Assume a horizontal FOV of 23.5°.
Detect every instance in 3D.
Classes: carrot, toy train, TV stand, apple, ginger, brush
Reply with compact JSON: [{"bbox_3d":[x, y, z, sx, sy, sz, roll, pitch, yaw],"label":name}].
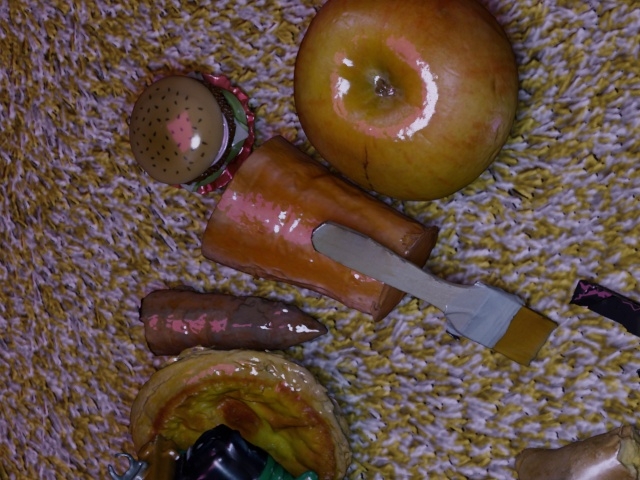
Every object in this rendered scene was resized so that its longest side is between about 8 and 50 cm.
[{"bbox_3d":[0.000,0.000,1.969,0.254,0.196,0.196,30,103,12],"label":"carrot"},{"bbox_3d":[-0.073,0.379,1.917,0.249,0.178,0.429,-41,108,14],"label":"toy train"},{"bbox_3d":[0.419,0.112,1.835,0.249,0.042,0.036,25,98,23],"label":"TV stand"},{"bbox_3d":[0.101,-0.186,1.876,0.286,0.233,0.286,0,91,24],"label":"apple"},{"bbox_3d":[0.257,0.382,1.897,0.375,0.166,0.236,-57,30,-10],"label":"ginger"},{"bbox_3d":[0.135,0.058,1.870,0.336,0.020,0.085,28,108,-18],"label":"brush"},{"bbox_3d":[-0.113,0.114,2.057,0.263,0.102,0.102,0,91,22],"label":"carrot"}]

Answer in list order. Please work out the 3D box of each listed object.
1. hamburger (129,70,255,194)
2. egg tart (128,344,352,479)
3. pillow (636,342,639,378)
[{"bbox_3d":[-0.178,-0.148,2.061,0.175,0.137,0.175,0,90,22],"label":"hamburger"},{"bbox_3d":[-0.100,0.244,2.005,0.294,0.116,0.295,3,120,5],"label":"egg tart"},{"bbox_3d":[0.438,0.174,1.803,0.150,0.048,0.090,31,144,21],"label":"pillow"}]
